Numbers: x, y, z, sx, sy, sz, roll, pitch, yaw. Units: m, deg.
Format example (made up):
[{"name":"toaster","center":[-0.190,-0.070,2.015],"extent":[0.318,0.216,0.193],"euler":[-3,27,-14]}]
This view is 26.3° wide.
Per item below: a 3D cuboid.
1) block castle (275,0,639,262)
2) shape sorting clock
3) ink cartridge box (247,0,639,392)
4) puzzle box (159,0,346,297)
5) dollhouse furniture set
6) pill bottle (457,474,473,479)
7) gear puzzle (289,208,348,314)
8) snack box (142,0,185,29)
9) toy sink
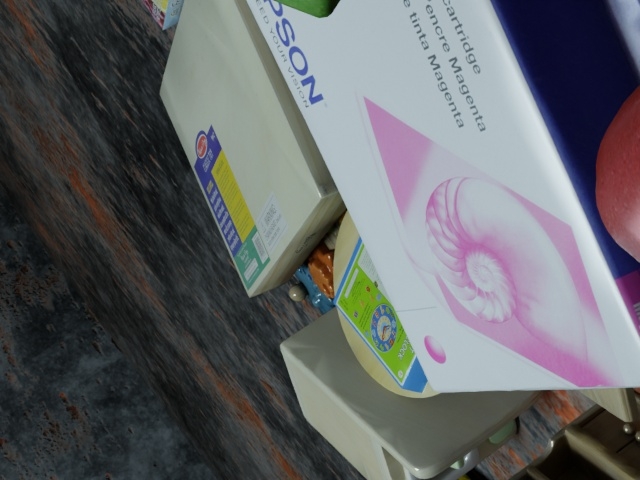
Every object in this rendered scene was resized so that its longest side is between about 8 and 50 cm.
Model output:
[{"name":"block castle","center":[0.011,-0.195,0.495],"extent":[0.453,0.303,0.213],"euler":[22,153,9]},{"name":"shape sorting clock","center":[0.081,0.040,1.241],"extent":[0.206,0.040,0.206],"euler":[3,94,54]},{"name":"ink cartridge box","center":[0.100,-0.070,0.772],"extent":[0.324,0.071,0.330],"euler":[65,154,-4]},{"name":"puzzle box","center":[-0.073,-0.114,1.399],"extent":[0.272,0.052,0.409],"euler":[66,163,8]},{"name":"dollhouse furniture set","center":[0.187,0.116,1.010],"extent":[0.212,0.161,0.242],"euler":[35,152,50]},{"name":"pill bottle","center":[0.168,0.337,1.492],"extent":[0.208,0.117,0.117],"euler":[34,150,52]},{"name":"gear puzzle","center":[0.000,0.000,1.486],"extent":[0.175,0.044,0.339],"euler":[57,162,3]},{"name":"snack box","center":[-0.181,-0.337,1.355],"extent":[0.207,0.070,0.174],"euler":[57,163,8]},{"name":"toy sink","center":[0.096,0.162,1.338],"extent":[0.234,0.153,0.131],"euler":[37,153,44]}]
